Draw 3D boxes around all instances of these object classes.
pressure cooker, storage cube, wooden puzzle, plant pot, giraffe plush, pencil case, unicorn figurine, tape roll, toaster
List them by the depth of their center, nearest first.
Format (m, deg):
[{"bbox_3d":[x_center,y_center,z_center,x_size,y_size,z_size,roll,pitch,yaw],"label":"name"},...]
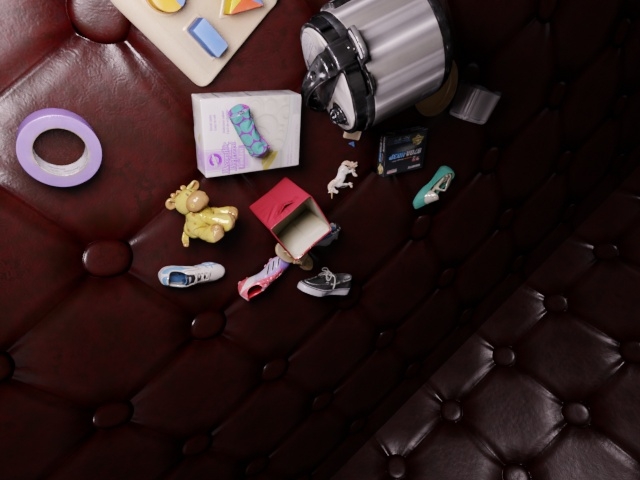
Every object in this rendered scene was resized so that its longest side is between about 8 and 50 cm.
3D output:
[{"bbox_3d":[-0.682,-0.242,1.108,0.188,0.080,0.189,-18,127,-26],"label":"tape roll"},{"bbox_3d":[-0.313,-0.640,1.119,0.348,0.080,0.322,-49,134,1],"label":"wooden puzzle"},{"bbox_3d":[-0.214,-0.328,1.266,0.070,0.064,0.152,-25,131,1],"label":"pencil case"},{"bbox_3d":[0.131,-0.533,1.270,0.420,0.376,0.370,-29,140,-6],"label":"pressure cooker"},{"bbox_3d":[-0.395,-0.099,1.371,0.210,0.181,0.171,-13,121,14],"label":"giraffe plush"},{"bbox_3d":[-0.109,-0.083,1.536,0.183,0.193,0.215,-41,132,-7],"label":"storage cube"},{"bbox_3d":[0.125,-0.421,1.613,0.078,0.014,0.116,10,111,-34],"label":"wooden puzzle"},{"bbox_3d":[0.085,-0.240,1.675,0.111,0.060,0.162,7,97,-37],"label":"unicorn figurine"},{"bbox_3d":[0.457,-0.624,1.707,0.236,0.032,0.236,-17,125,-26],"label":"plant pot"},{"bbox_3d":[0.648,-0.587,1.800,0.226,0.129,0.147,-1,120,-36],"label":"toaster"}]

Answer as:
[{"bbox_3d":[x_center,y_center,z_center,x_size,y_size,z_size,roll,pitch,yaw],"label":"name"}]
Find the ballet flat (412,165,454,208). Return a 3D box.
[{"bbox_3d":[0.531,-0.238,1.963,0.247,0.087,0.083,-51,134,3],"label":"ballet flat"}]

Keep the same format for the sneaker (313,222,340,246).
[{"bbox_3d":[0.000,0.000,1.754,0.190,0.071,0.083,-21,137,-21],"label":"sneaker"}]

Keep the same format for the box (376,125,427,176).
[{"bbox_3d":[0.340,-0.374,1.767,0.220,0.051,0.175,-17,126,-27],"label":"box"}]

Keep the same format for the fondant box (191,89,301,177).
[{"bbox_3d":[-0.228,-0.346,1.354,0.330,0.096,0.238,-13,124,-27],"label":"fondant box"}]

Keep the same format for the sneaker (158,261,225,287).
[{"bbox_3d":[-0.449,0.128,1.503,0.237,0.086,0.085,-3,118,-35],"label":"sneaker"}]

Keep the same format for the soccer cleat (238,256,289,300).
[{"bbox_3d":[-0.211,0.148,1.675,0.248,0.095,0.083,-33,131,-14],"label":"soccer cleat"}]

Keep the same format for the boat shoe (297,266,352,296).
[{"bbox_3d":[0.030,0.180,1.857,0.306,0.113,0.105,9,105,-41],"label":"boat shoe"}]

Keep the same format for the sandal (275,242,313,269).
[{"bbox_3d":[-0.078,0.059,1.697,0.240,0.079,0.088,36,57,-52],"label":"sandal"}]
